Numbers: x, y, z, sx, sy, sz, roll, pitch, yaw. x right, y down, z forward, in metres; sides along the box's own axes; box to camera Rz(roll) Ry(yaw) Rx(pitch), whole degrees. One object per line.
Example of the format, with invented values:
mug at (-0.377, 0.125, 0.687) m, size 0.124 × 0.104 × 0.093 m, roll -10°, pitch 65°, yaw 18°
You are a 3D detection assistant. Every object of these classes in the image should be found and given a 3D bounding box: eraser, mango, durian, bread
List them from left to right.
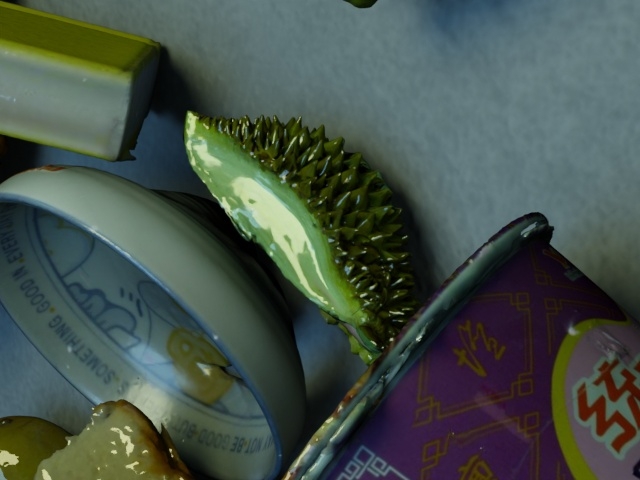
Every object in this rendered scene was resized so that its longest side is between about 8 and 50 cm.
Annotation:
eraser at (-0.225, -0.123, 0.806) m, size 0.226 × 0.158 × 0.069 m, roll 14°, pitch 106°, yaw -4°
mango at (-0.229, 0.237, 0.971) m, size 0.130 × 0.092 × 0.195 m, roll -20°, pitch 88°, yaw 6°
bread at (-0.086, 0.260, 0.830) m, size 0.274 × 0.114 × 0.185 m, roll 44°, pitch 151°, yaw 17°
durian at (0.008, -0.004, 0.753) m, size 0.095 × 0.137 × 0.221 m, roll -37°, pitch 66°, yaw 3°

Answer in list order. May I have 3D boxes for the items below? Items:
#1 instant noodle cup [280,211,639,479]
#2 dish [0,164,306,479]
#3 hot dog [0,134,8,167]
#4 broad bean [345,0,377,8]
instant noodle cup at (0.118, 0.195, 0.581) m, size 0.266 × 0.340 × 0.340 m, roll 37°, pitch 119°, yaw 16°
dish at (-0.100, 0.034, 0.821) m, size 0.273 × 0.134 × 0.273 m, roll 30°, pitch 149°, yaw 21°
hot dog at (-0.316, -0.103, 0.964) m, size 0.158 × 0.117 × 0.349 m, roll 11°, pitch 100°, yaw 64°
broad bean at (0.058, -0.230, 0.627) m, size 0.100 × 0.169 × 0.228 m, roll 23°, pitch 116°, yaw 6°
